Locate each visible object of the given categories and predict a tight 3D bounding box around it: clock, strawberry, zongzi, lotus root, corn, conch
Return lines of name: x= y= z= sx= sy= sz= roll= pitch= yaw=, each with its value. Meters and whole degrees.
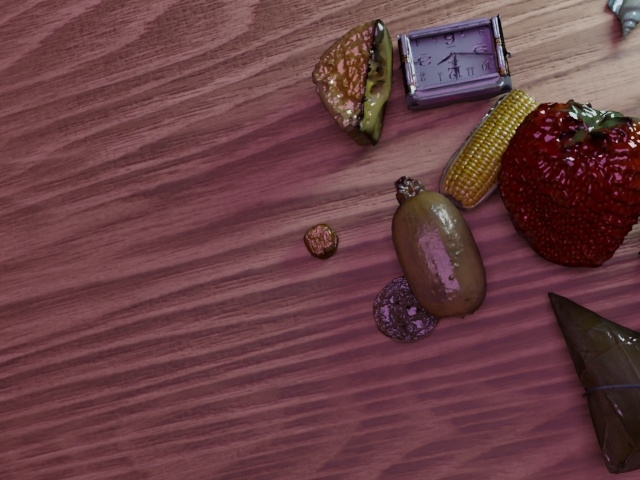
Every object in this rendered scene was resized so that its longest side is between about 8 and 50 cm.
clock: x=0.308 y=-0.408 z=1.784 sx=0.253 sy=0.083 sz=0.186 roll=-8 pitch=80 yaw=9
strawberry: x=0.531 y=-0.112 z=1.620 sx=0.312 sy=0.267 sz=0.351 roll=13 pitch=116 yaw=21
zongzi: x=0.681 y=0.229 z=1.549 sx=0.356 sy=0.174 sz=0.392 roll=-24 pitch=71 yaw=24
lotus root: x=0.248 y=0.008 z=1.687 sx=0.169 sy=0.151 sz=0.342 roll=-18 pitch=80 yaw=-10
corn: x=0.384 y=-0.203 z=1.729 sx=0.305 sy=0.122 sz=0.123 roll=-50 pitch=33 yaw=-3
conch: x=0.702 y=-0.531 z=1.749 sx=0.065 sy=0.088 sz=0.180 roll=29 pitch=77 yaw=-30

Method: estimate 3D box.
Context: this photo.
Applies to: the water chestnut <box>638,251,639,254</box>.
water chestnut: x=0.789 y=-0.037 z=1.546 sx=0.347 sy=0.335 sz=0.335 roll=-28 pitch=75 yaw=36

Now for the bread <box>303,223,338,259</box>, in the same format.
bread: x=0.000 y=0.000 z=1.795 sx=0.083 sy=0.046 sz=0.081 roll=22 pitch=91 yaw=11

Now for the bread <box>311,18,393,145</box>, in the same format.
bread: x=0.084 y=-0.355 z=1.765 sx=0.163 sy=0.204 sz=0.262 roll=13 pitch=87 yaw=24

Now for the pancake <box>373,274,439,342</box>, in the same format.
pancake: x=0.196 y=0.154 z=1.745 sx=0.158 sy=0.028 sz=0.158 roll=-2 pitch=78 yaw=11
